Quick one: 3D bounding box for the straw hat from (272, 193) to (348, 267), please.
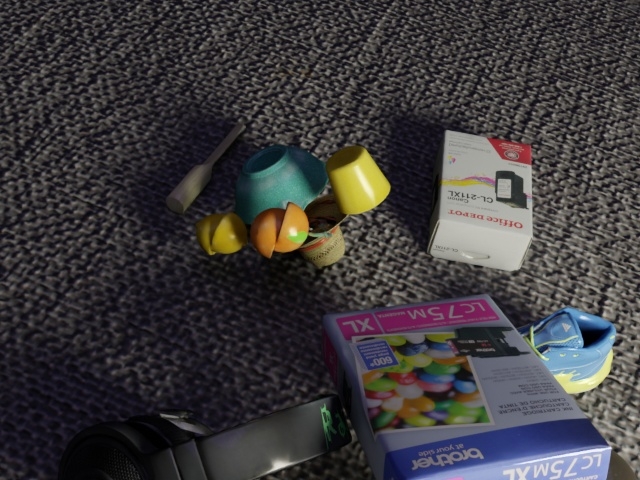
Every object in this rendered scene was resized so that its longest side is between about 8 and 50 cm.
[{"bbox_3d":[0.000,0.000,1.158,0.144,0.061,0.144,-26,20,10],"label":"straw hat"}]

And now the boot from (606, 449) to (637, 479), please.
[{"bbox_3d":[0.187,0.202,0.983,0.305,0.115,0.112,41,69,16],"label":"boot"}]

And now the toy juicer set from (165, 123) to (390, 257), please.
[{"bbox_3d":[-0.080,-0.048,1.166,0.209,0.089,0.329,-42,34,-21],"label":"toy juicer set"}]

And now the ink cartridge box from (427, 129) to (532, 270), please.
[{"bbox_3d":[0.218,-0.056,1.236,0.127,0.072,0.175,10,49,-1],"label":"ink cartridge box"}]

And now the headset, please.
[{"bbox_3d":[-0.171,0.204,0.856,0.394,0.243,0.185,-21,80,2],"label":"headset"}]

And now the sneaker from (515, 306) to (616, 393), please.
[{"bbox_3d":[0.230,0.123,1.054,0.240,0.126,0.091,-5,51,-13],"label":"sneaker"}]

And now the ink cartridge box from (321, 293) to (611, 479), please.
[{"bbox_3d":[0.125,0.155,0.823,0.185,0.065,0.311,-7,30,-12],"label":"ink cartridge box"}]
